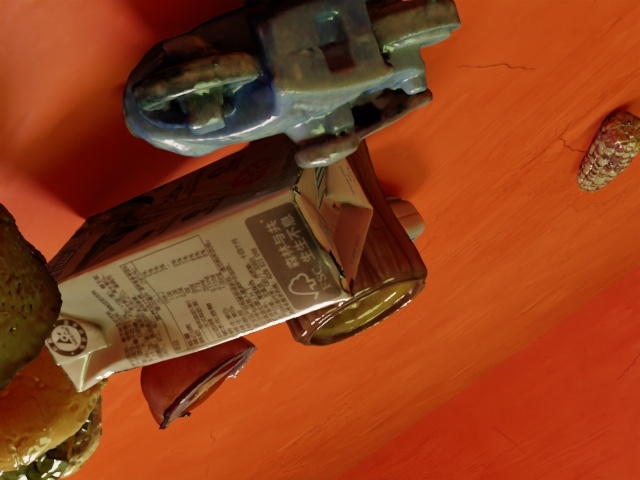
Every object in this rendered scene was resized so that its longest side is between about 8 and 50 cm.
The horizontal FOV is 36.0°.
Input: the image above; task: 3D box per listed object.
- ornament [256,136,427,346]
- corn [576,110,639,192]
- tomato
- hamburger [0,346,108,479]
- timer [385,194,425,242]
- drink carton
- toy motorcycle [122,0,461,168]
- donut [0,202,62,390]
[{"bbox_3d":[0.000,0.000,1.199,0.221,0.217,0.235,-31,162,10],"label":"ornament"},{"bbox_3d":[0.502,-0.147,1.732,0.080,0.079,0.237,-24,163,-12],"label":"corn"},{"bbox_3d":[-0.205,0.198,1.581,0.199,0.112,0.228,-35,171,-28],"label":"tomato"},{"bbox_3d":[-0.387,0.214,1.238,0.330,0.209,0.162,-27,161,-10],"label":"hamburger"},{"bbox_3d":[0.030,0.022,1.442,0.237,0.087,0.262,-34,174,19],"label":"timer"},{"bbox_3d":[-0.116,0.013,0.997,0.325,0.132,0.194,-20,-159,21],"label":"drink carton"},{"bbox_3d":[-0.035,-0.134,0.873,0.319,0.182,0.241,-19,158,-29],"label":"toy motorcycle"},{"bbox_3d":[-0.366,0.045,0.826,0.272,0.272,0.107,-22,131,-18],"label":"donut"}]
